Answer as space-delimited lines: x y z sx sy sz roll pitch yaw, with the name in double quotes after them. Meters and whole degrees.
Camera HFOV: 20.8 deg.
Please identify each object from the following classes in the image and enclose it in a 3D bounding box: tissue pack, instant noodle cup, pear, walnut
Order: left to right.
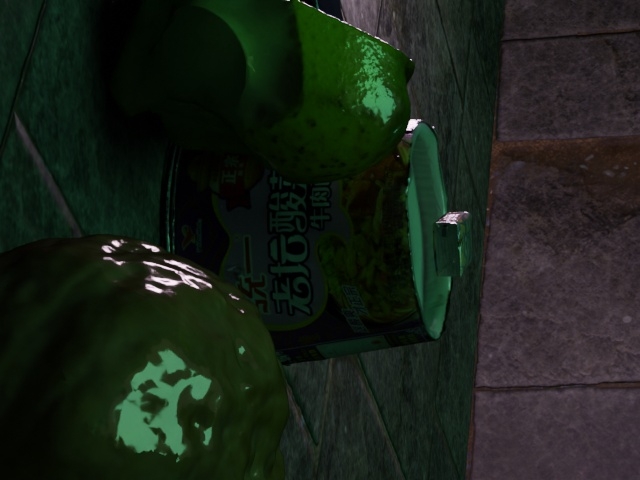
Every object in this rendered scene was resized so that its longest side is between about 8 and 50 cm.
-0.167 0.143 1.261 0.344 0.306 0.306 -34 120 -71 "walnut"
-0.035 -0.145 1.740 0.286 0.282 0.176 17 95 -65 "pear"
0.000 0.000 1.963 0.340 0.266 0.339 -2 90 -76 "instant noodle cup"
0.148 0.003 1.934 0.083 0.035 0.063 -37 124 -72 "tissue pack"

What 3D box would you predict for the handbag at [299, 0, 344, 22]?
-0.054 -0.341 2.055 0.303 0.122 0.329 -72 153 -76 "handbag"
